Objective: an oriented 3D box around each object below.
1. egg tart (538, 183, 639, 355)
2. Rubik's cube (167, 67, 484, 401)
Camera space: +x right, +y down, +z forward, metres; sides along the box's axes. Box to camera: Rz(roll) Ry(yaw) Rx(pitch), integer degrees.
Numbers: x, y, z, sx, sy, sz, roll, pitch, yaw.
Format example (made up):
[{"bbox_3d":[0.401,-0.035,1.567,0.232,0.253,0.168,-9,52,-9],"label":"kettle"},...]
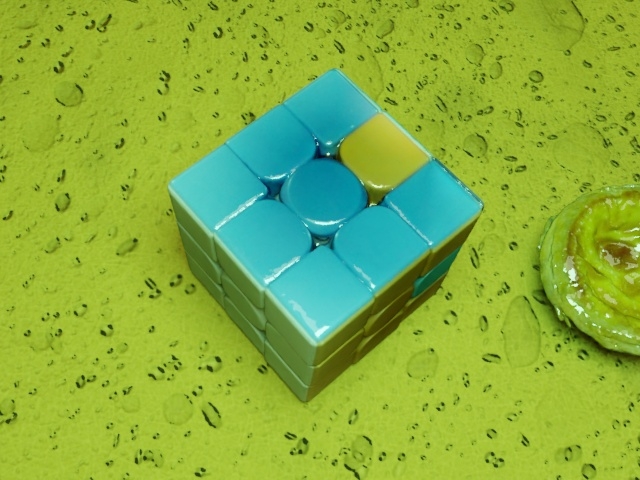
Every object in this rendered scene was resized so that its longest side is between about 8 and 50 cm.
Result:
[{"bbox_3d":[0.473,0.050,1.186,0.295,0.116,0.294,1,67,-2],"label":"egg tart"},{"bbox_3d":[0.000,0.000,1.080,0.292,0.291,0.290,-38,72,-20],"label":"Rubik's cube"}]
